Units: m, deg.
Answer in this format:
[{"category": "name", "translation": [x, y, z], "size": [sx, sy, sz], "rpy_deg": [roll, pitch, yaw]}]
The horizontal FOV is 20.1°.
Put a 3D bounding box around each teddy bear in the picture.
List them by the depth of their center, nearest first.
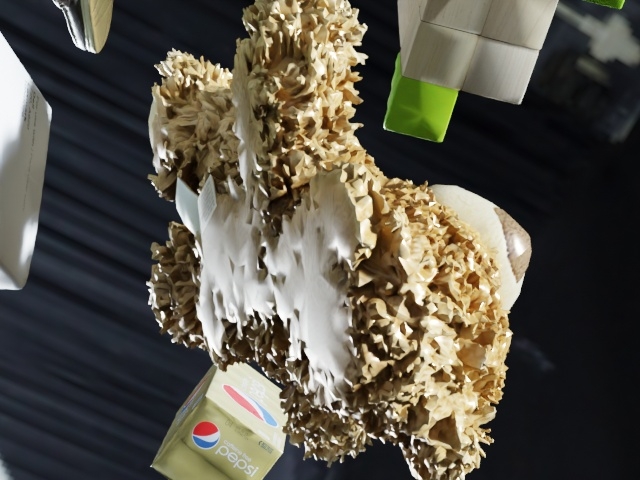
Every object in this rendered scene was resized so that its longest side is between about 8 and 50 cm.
[{"category": "teddy bear", "translation": [0.000, 0.000, 0.892], "size": [0.338, 0.113, 0.245], "rpy_deg": [166, -83, -67]}]

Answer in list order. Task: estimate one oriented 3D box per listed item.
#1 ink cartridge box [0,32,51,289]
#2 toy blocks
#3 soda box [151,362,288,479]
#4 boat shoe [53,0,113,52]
[{"category": "ink cartridge box", "translation": [-0.267, -0.066, 0.901], "size": [0.278, 0.201, 0.117], "rpy_deg": [73, 20, -73]}, {"category": "toy blocks", "translation": [0.145, -0.298, 1.419], "size": [0.261, 0.190, 0.381], "rpy_deg": [-89, -167, -60]}, {"category": "soda box", "translation": [-0.061, 0.124, 1.182], "size": [0.058, 0.061, 0.181], "rpy_deg": [-53, -178, 6]}, {"category": "boat shoe", "translation": [-0.184, -0.204, 1.319], "size": [0.056, 0.049, 0.152], "rpy_deg": [-76, 167, -46]}]
